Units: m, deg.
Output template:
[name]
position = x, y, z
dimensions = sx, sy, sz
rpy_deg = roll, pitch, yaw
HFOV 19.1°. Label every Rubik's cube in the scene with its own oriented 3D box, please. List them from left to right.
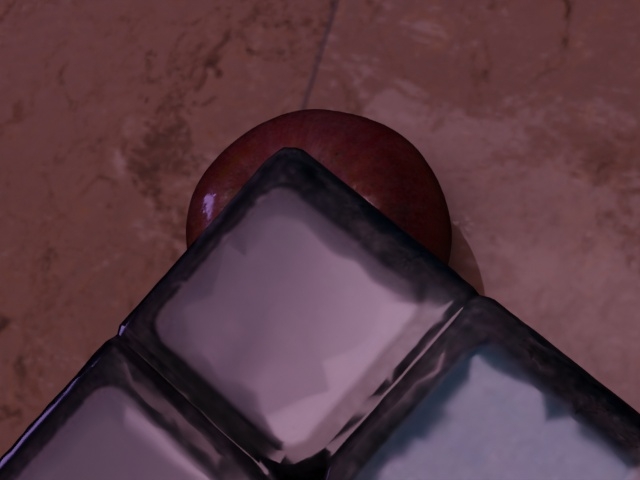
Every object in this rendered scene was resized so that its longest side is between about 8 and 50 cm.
[Rubik's cube]
position = 0.032, 0.223, 0.877
dimensions = 0.362, 0.359, 0.363
rpy_deg = -45, 69, -2

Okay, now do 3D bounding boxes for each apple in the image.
[apple]
position = 0.000, 0.000, 1.086
dimensions = 0.153, 0.120, 0.153
rpy_deg = -7, 67, 16
